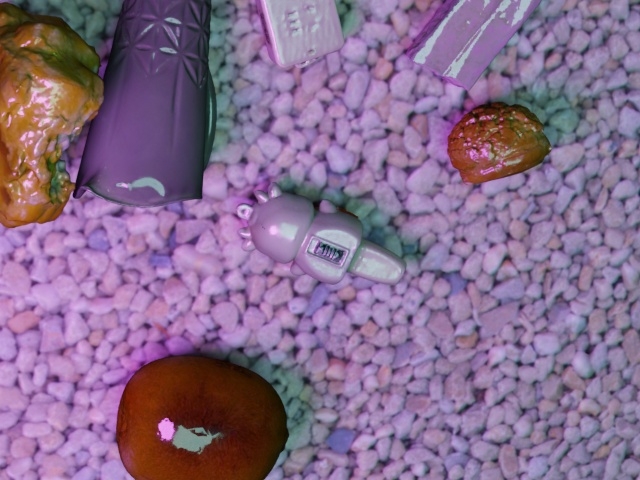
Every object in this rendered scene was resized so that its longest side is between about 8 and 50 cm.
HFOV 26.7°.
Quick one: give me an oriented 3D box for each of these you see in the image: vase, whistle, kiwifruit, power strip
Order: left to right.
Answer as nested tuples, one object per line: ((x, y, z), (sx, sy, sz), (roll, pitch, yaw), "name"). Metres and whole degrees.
((-0.198, -0.188, 1.673), (0.251, 0.156, 0.301), (8, 90, -63), "vase")
((-0.157, 0.254, 1.832), (0.233, 0.196, 0.196), (6, 107, -15), "kiwifruit")
((-0.052, -0.376, 1.708), (0.098, 0.058, 0.338), (-19, 113, -9), "power strip")
((0.001, -0.001, 1.835), (0.253, 0.106, 0.102), (21, 133, -15), "whistle")

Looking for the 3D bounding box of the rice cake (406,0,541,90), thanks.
((0.242, -0.338, 1.812), (0.106, 0.050, 0.298), (34, 97, -23), "rice cake")

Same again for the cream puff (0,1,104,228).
((-0.373, -0.149, 1.583), (0.185, 0.282, 0.282), (14, 105, -28), "cream puff")

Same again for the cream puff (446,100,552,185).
((0.239, -0.136, 1.844), (0.144, 0.126, 0.103), (-21, 98, -18), "cream puff")
